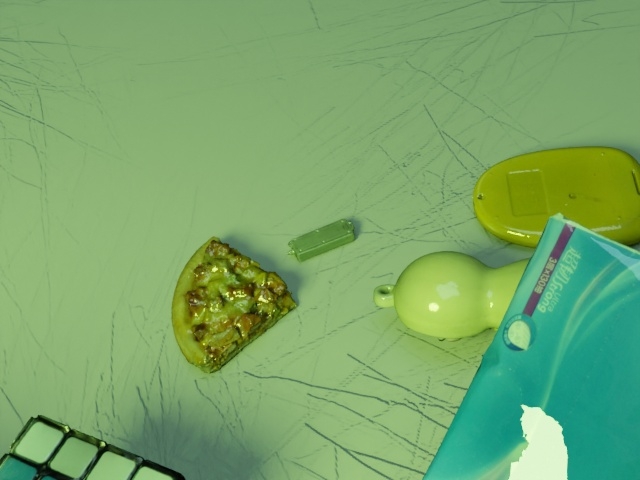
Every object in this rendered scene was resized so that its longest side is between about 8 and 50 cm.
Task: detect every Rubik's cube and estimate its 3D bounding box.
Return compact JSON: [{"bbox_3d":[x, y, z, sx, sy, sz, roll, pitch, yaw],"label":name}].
[{"bbox_3d":[-0.199,0.264,0.767,0.154,0.151,0.155,17,55,20],"label":"Rubik's cube"}]

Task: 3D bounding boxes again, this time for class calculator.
[{"bbox_3d":[0.290,-0.050,1.045,0.234,0.032,0.146,-5,50,6],"label":"calculator"}]

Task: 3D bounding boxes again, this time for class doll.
[{"bbox_3d":[0.199,0.064,0.918,0.296,0.117,0.141,-3,31,19],"label":"doll"}]

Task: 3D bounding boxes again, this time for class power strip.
[{"bbox_3d":[0.000,0.000,1.051,0.083,0.017,0.027,-22,50,-11],"label":"power strip"}]

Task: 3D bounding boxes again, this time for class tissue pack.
[{"bbox_3d":[0.222,0.141,0.747,0.198,0.146,0.264,27,92,26],"label":"tissue pack"}]

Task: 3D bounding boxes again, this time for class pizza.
[{"bbox_3d":[-0.096,0.057,0.997,0.134,0.046,0.175,-12,49,-2],"label":"pizza"}]
